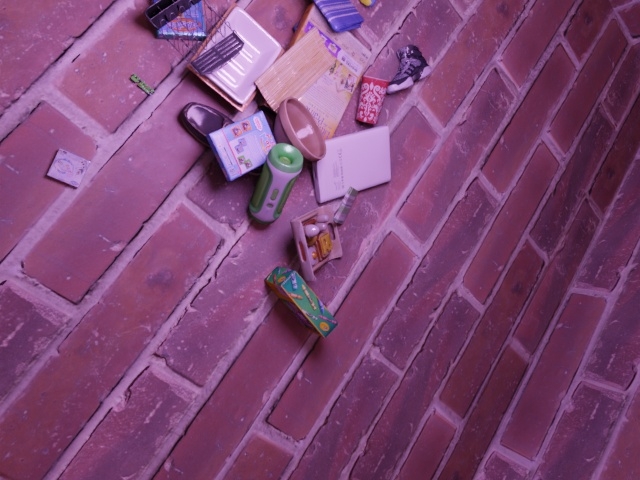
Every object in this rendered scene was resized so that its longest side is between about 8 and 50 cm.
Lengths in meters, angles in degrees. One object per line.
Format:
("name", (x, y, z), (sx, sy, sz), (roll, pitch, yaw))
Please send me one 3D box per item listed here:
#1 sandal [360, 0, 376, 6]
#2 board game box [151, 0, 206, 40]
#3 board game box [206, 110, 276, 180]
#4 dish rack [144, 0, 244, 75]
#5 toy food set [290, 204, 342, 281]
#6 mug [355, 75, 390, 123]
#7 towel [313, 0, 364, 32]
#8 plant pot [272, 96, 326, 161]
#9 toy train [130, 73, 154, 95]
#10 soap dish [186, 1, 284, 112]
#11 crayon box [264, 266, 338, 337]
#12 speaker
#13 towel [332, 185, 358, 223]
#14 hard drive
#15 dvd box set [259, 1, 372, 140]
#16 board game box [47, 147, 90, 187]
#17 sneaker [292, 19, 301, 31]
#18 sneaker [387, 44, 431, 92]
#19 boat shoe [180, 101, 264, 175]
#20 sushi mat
("sandal", (0.248, -1.092, 1.807), (0.138, 0.126, 0.318), (19, 85, -31))
("board game box", (-0.474, -0.778, 1.474), (0.159, 0.047, 0.211), (-9, 96, -27))
("board game box", (-0.250, -0.314, 1.477), (0.211, 0.039, 0.160), (-33, 110, -28))
("dish rack", (-0.384, -0.662, 1.403), (0.208, 0.074, 0.271), (-41, 84, -10))
("toy food set", (0.000, 0.000, 1.669), (0.306, 0.092, 0.220), (-33, 112, -62))
("mug", (0.216, -0.566, 1.804), (0.150, 0.113, 0.170), (-14, 122, -49))
("towel", (0.010, -0.914, 1.639), (0.336, 0.040, 0.243), (51, 41, -5))
("plant pot", (-0.089, -0.370, 1.565), (0.237, 0.109, 0.238), (41, 36, -39))
("toy train", (-0.579, -0.505, 1.449), (0.083, 0.017, 0.024), (41, 84, -24))
("soap dish", (-0.291, -0.621, 1.540), (0.228, 0.118, 0.291), (36, 76, -25))
("crayon box", (-0.073, 0.229, 1.670), (0.081, 0.165, 0.279), (-45, 112, -19))
("speaker", (-0.158, -0.187, 1.531), (0.131, 0.297, 0.131), (13, 50, -16))
("towel", (0.099, -0.139, 1.772), (0.023, 0.113, 0.152), (27, 96, 15))
("hard drive", (0.128, -0.309, 1.787), (0.352, 0.047, 0.233), (-20, 119, -26))
("dvd box set", (-0.009, -0.610, 1.682), (0.307, 0.062, 0.421), (26, 87, -32))
("board game box", (-0.767, -0.220, 1.360), (0.090, 0.020, 0.090), (25, 80, -27))
("sneaker", (-0.006, -0.819, 1.710), (0.209, 0.069, 0.082), (-28, 104, -25))
("sneaker", (0.351, -0.731, 1.891), (0.268, 0.101, 0.153), (-36, 108, -28))
("boat shoe", (-0.306, -0.359, 1.536), (0.355, 0.130, 0.133), (31, 78, -26))
("sushi mat", (-0.087, -0.597, 1.579), (0.316, 0.019, 0.151), (-47, 130, -13))
